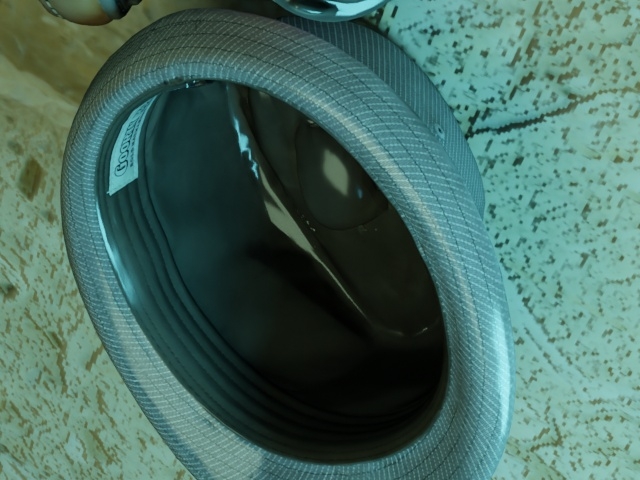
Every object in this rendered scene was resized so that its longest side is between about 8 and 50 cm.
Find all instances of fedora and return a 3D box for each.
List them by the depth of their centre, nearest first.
[{"bbox_3d":[0.000,0.000,0.943,0.243,0.124,0.275,-16,109,38],"label":"fedora"}]

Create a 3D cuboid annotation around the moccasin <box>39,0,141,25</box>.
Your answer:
[{"bbox_3d":[-0.182,-0.229,0.800,0.147,0.139,0.380,-6,149,25],"label":"moccasin"}]

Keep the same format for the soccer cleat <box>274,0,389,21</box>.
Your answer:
[{"bbox_3d":[-0.063,-0.234,0.780,0.108,0.116,0.318,-34,115,1],"label":"soccer cleat"}]
